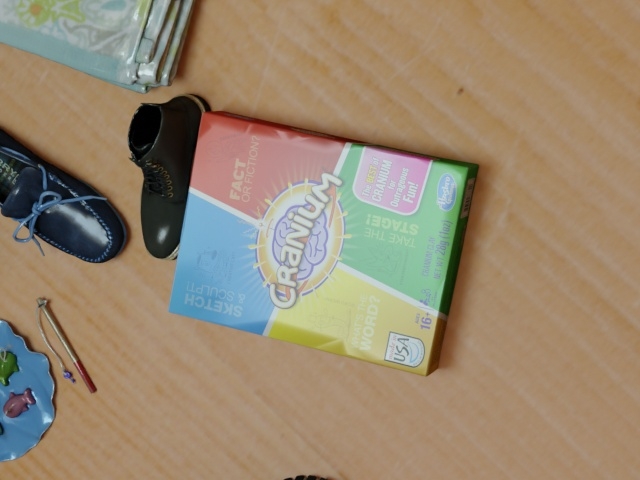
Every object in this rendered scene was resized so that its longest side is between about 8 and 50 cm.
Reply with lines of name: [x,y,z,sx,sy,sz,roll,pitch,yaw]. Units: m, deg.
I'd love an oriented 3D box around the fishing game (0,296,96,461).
fishing game: [-0.418,0.186,1.851,0.264,0.041,0.189,-30,89,17]

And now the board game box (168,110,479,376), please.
board game box: [0.000,0.000,1.690,0.317,0.064,0.242,12,99,16]

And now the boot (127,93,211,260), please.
boot: [-0.192,-0.071,1.705,0.077,0.137,0.197,10,99,16]

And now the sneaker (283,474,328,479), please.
sneaker: [-0.058,0.339,1.740,0.208,0.081,0.094,-18,97,24]

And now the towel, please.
towel: [-0.302,-0.371,1.740,0.374,0.090,0.320,20,98,14]

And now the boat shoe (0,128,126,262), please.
boat shoe: [-0.355,-0.049,1.782,0.258,0.089,0.109,30,103,12]
